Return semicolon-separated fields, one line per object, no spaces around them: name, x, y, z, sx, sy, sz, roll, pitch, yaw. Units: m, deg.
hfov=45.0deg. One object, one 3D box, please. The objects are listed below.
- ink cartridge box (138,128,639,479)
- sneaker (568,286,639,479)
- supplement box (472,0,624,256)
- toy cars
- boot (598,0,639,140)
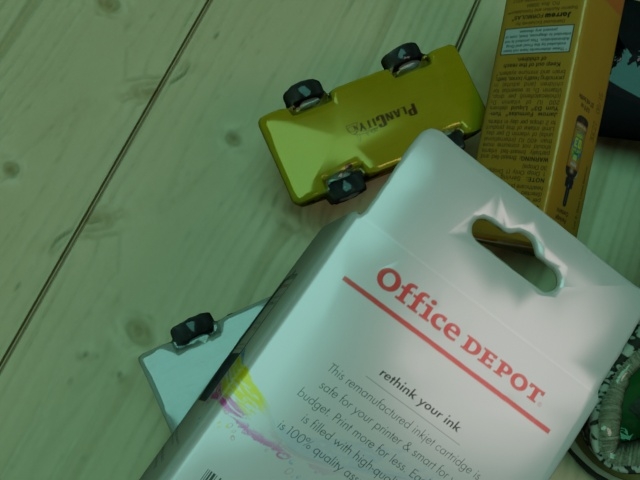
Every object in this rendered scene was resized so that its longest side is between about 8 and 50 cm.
ink cartridge box;0.033;0.125;0.523;0.207;0.119;0.354;37;81;-6
sneaker;0.311;0.018;0.511;0.158;0.182;0.410;37;99;18
supplement box;0.183;-0.105;0.636;0.080;0.078;0.234;7;85;41
toy cars;0.000;0.000;0.646;0.176;0.087;0.394;26;77;-3
boot;0.324;-0.081;0.663;0.207;0.094;0.247;11;82;16
